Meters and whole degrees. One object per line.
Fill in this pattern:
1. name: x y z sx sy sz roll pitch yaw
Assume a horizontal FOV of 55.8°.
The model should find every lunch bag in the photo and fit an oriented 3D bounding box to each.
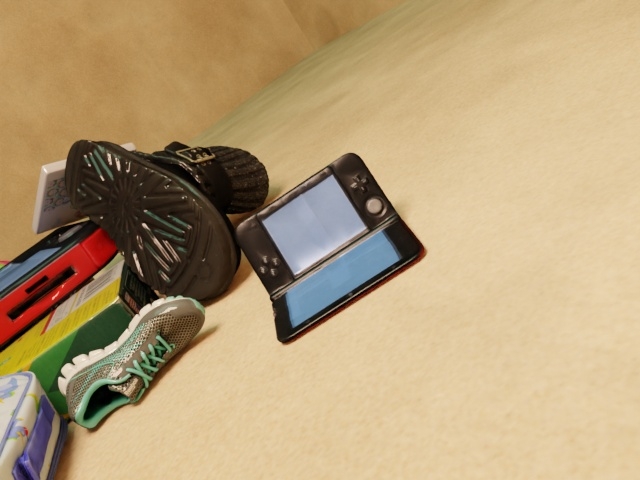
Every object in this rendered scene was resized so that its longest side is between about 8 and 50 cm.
1. lunch bag: -0.310 0.206 0.503 0.176 0.090 0.219 -24 19 -9

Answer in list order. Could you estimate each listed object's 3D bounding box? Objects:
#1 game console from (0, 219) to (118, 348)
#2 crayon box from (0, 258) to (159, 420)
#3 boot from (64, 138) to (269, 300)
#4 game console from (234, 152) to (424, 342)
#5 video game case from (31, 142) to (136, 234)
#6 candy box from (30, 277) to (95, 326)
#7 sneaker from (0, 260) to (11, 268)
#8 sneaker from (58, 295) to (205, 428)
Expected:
1. game console: -0.487 0.095 0.866 0.386 0.060 0.342 -43 26 -29
2. crayon box: -0.339 0.162 0.710 0.318 0.081 0.202 -36 18 -6
3. boot: -0.159 -0.048 0.841 0.260 0.348 0.131 -2 -58 -50
4. game console: 0.000 0.000 0.533 0.144 0.124 0.085 -33 -8 4
5. video game case: -0.363 -0.079 0.928 0.143 0.019 0.157 -27 -16 -41
6. candy box: -0.489 0.107 1.064 0.053 0.109 0.187 -14 26 42
7. sneaker: -0.687 0.141 1.052 0.185 0.202 0.483 0 1 16
8. sneaker: -0.178 0.123 0.591 0.166 0.065 0.076 -38 35 1
